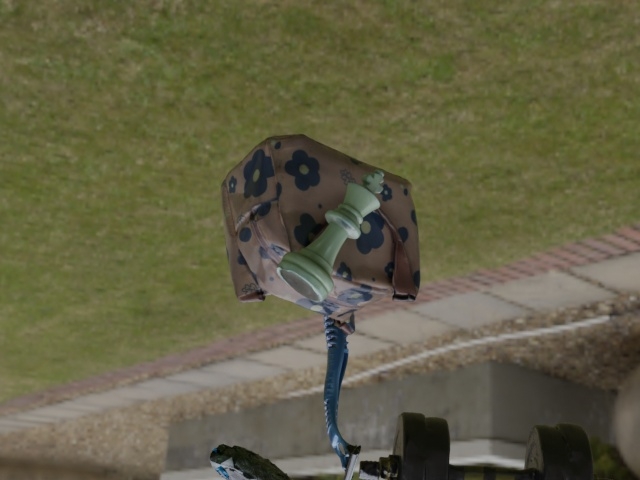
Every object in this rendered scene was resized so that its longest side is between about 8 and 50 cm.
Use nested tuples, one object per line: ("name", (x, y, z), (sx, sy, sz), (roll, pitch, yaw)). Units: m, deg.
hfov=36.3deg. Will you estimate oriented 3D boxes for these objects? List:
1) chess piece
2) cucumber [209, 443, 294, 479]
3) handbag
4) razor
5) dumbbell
("chess piece", (0.019, -0.014, 0.970), (0.059, 0.149, 0.059), (31, 162, 11))
("cucumber", (-0.012, 0.277, 0.967), (0.256, 0.044, 0.043), (44, 143, -22))
("handbag", (0.000, 0.000, 1.284), (0.251, 0.193, 0.190), (19, 140, -36))
("razor", (0.024, 0.196, 1.308), (0.042, 0.253, 0.082), (4, 138, -7))
("dumbbell", (0.252, 0.359, 1.474), (0.388, 0.185, 0.185), (4, 161, 1))
